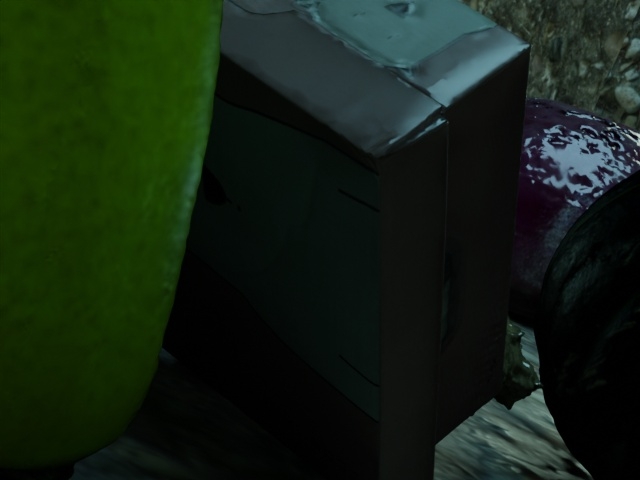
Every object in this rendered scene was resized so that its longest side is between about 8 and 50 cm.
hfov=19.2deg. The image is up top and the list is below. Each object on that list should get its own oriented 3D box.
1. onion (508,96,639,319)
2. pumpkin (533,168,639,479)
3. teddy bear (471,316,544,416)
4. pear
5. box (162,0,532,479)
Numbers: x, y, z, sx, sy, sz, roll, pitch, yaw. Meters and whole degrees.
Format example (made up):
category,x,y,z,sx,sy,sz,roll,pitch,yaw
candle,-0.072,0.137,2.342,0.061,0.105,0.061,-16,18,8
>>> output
category,x,y,z,sx,sy,sz,roll,pitch,yaw
onion,0.234,-0.004,1.452,0.348,0.159,0.267,24,12,10
pumpkin,0.232,0.058,0.953,0.250,0.216,0.250,32,30,-21
teddy bear,0.001,0.011,0.937,0.251,0.182,0.129,46,-20,32
pear,-0.165,-0.099,0.636,0.176,0.282,0.286,5,22,-48
box,-0.022,-0.029,0.759,0.086,0.215,0.215,-36,55,-28
